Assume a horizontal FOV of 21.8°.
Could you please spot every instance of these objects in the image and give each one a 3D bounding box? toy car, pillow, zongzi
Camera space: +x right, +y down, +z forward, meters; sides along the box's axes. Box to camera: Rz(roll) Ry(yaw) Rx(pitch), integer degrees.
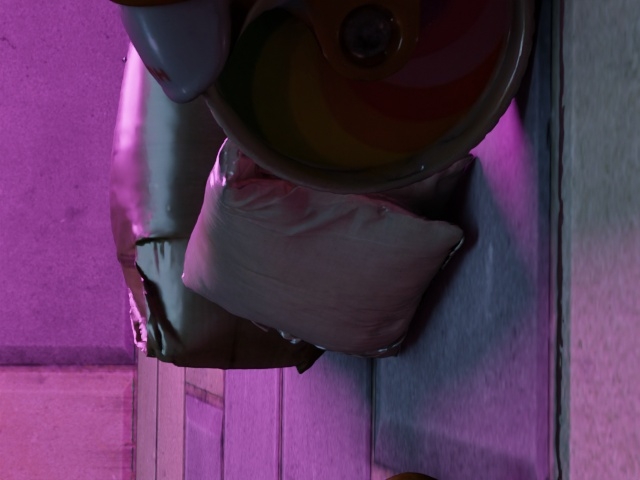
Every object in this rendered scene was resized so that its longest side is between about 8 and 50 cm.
[{"bbox_3d":[-0.001,-0.123,0.718,0.145,0.235,0.235,-115,28,-67],"label":"toy car"},{"bbox_3d":[0.000,0.000,0.883,0.181,0.134,0.078,117,164,-64],"label":"pillow"},{"bbox_3d":[-0.059,-0.085,1.156,0.360,0.160,0.323,-162,79,-85],"label":"zongzi"}]

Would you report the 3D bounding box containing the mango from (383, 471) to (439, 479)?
[{"bbox_3d":[0.018,0.227,0.774,0.133,0.111,0.267,37,128,41],"label":"mango"}]
